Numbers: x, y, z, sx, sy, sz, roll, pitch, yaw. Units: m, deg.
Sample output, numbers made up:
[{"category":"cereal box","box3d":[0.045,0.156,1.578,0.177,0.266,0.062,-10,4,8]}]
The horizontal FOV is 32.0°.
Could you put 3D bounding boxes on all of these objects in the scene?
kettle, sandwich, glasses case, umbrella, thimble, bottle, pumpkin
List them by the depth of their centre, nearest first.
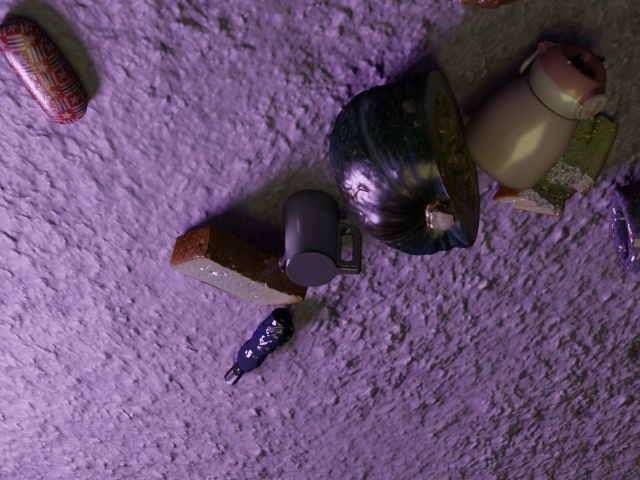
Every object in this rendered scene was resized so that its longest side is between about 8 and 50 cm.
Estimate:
[{"category":"bottle","box3d":[0.342,-0.203,1.714,0.148,0.147,0.236,24,128,-22]},{"category":"glasses case","box3d":[-0.426,-0.256,1.722,0.073,0.049,0.194,-17,133,15]},{"category":"pumpkin","box3d":[0.121,-0.106,1.731,0.197,0.263,0.293,-13,131,18]},{"category":"sandwich","box3d":[0.386,-0.110,1.846,0.090,0.088,0.244,27,129,-21]},{"category":"thimble","box3d":[0.553,-0.023,1.895,0.098,0.150,0.150,-10,134,2]},{"category":"kettle","box3d":[-0.005,0.003,1.914,0.127,0.148,0.098,26,128,-25]},{"category":"sandwich","box3d":[-0.144,0.048,1.963,0.215,0.065,0.186,26,161,-26]},{"category":"umbrella","box3d":[-0.123,0.220,2.185,0.071,0.071,0.248,21,130,-20]}]

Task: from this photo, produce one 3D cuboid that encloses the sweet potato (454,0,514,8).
[{"category":"sweet potato","box3d":[0.231,-0.368,1.612,0.206,0.060,0.068,-1,101,14]}]
